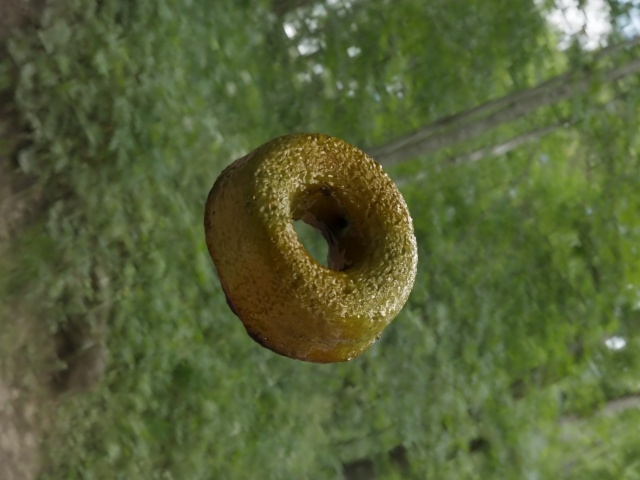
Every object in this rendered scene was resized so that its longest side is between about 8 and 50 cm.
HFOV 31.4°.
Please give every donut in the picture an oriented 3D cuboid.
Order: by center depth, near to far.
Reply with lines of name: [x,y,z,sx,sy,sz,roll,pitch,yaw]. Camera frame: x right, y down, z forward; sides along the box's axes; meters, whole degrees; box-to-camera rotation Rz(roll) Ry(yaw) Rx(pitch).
donut: [0.000,0.000,0.728,0.152,0.152,0.058,61,-38,9]
